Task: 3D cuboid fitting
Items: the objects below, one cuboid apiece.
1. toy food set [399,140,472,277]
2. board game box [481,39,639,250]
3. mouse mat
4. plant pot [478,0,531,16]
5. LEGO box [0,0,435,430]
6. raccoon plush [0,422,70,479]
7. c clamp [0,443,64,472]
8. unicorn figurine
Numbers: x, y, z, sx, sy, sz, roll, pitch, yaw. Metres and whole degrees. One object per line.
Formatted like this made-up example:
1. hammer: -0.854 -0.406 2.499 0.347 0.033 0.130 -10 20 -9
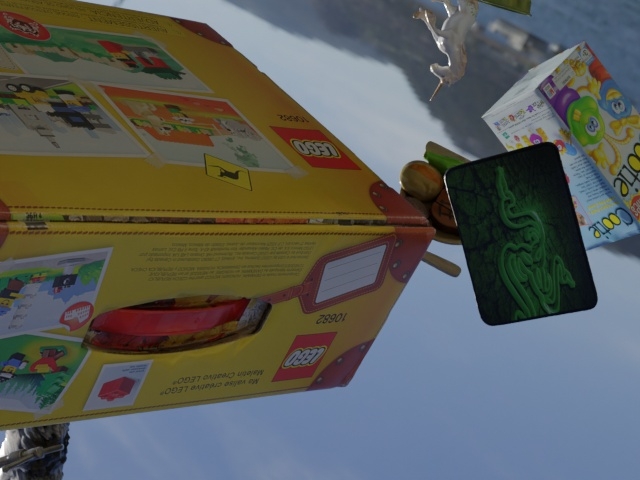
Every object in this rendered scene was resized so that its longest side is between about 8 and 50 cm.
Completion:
1. toy food set: 0.154 -0.050 1.539 0.132 0.038 0.192 26 -130 6
2. board game box: 0.412 -0.144 1.964 0.275 0.142 0.144 52 149 -9
3. mouse mat: 0.220 -0.004 1.402 0.152 0.190 0.007 -14 -178 39
4. plant pot: 0.254 -0.348 1.682 0.083 0.079 0.083 17 -169 -3
5. LEGO box: -0.211 -0.043 1.052 0.500 0.193 0.372 0 -144 -47
6. raccoon plush: -0.258 0.119 1.595 0.299 0.447 0.216 -1 -157 -39
7. c clamp: -0.345 0.235 1.329 0.137 0.160 0.022 -9 -98 -62
8. unicorn figurine: 0.180 -0.295 1.778 0.111 0.162 0.060 42 165 -24
